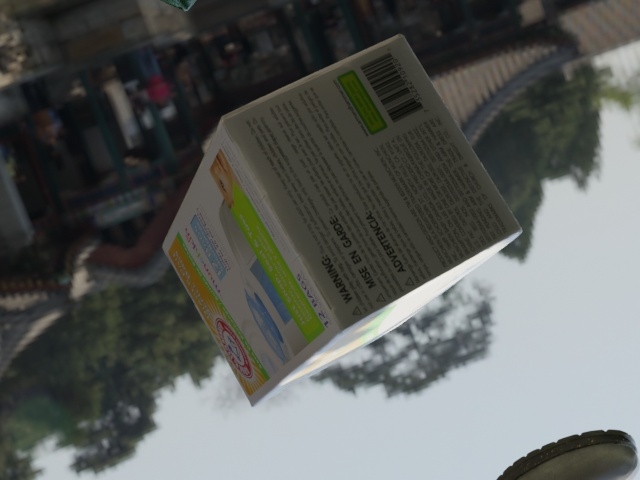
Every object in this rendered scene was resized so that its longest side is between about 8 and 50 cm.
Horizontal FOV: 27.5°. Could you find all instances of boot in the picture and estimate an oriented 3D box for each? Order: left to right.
[{"bbox_3d":[0.159,0.262,0.960,0.246,0.083,0.161,-41,-136,23],"label":"boot"}]

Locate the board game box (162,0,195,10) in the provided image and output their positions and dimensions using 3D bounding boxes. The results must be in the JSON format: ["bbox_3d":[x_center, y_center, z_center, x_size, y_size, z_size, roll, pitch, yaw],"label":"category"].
[{"bbox_3d":[-0.190,-0.248,0.600,0.213,0.317,0.046,28,-105,33],"label":"board game box"}]

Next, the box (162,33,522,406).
[{"bbox_3d":[0.000,0.000,0.675,0.103,0.114,0.203,-28,173,-21],"label":"box"}]
